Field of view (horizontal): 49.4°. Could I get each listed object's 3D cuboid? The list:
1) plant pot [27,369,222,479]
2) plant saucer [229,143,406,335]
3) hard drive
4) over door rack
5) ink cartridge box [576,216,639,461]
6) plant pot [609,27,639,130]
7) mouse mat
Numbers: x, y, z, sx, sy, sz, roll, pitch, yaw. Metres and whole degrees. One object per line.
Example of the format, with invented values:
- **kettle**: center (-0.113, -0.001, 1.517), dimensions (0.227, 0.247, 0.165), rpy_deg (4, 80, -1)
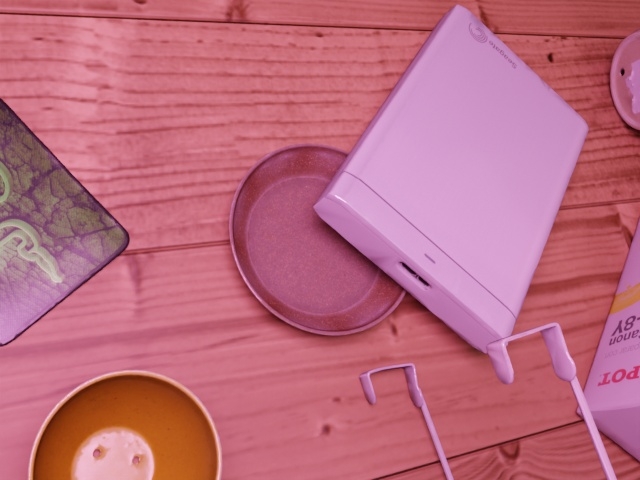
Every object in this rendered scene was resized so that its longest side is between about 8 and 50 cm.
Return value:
- **plant pot**: center (-0.152, 0.173, 0.533), dimensions (0.134, 0.095, 0.134), rpy_deg (8, 69, -21)
- **plant saucer**: center (0.000, 0.000, 0.697), dimensions (0.198, 0.036, 0.198), rpy_deg (8, 69, -22)
- **hard drive**: center (0.166, -0.086, 0.768), dimensions (0.233, 0.047, 0.353), rpy_deg (40, 54, -10)
- **over door rack**: center (0.195, 0.221, 0.588), dimensions (0.108, 0.239, 0.324), rpy_deg (-27, 85, -28)
- **ink cartridge box**: center (0.476, 0.052, 0.750), dimensions (0.160, 0.279, 0.385), rpy_deg (35, 61, -8)
- **plant pot**: center (0.544, -0.232, 0.922), dimensions (0.274, 0.256, 0.256), rpy_deg (-12, 77, -11)
- **mouse mat**: center (-0.280, -0.022, 0.598), dimensions (0.190, 0.007, 0.152), rpy_deg (46, 61, -2)
